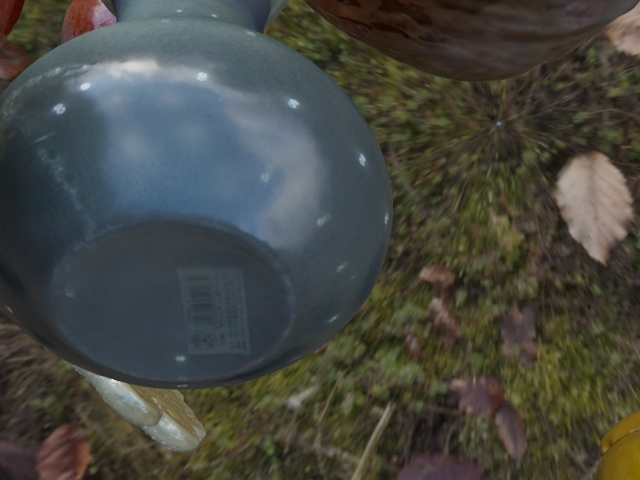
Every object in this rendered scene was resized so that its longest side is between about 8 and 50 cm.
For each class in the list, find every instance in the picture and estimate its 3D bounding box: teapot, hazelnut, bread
[{"bbox_3d":[-0.060,-0.065,0.719,0.183,0.251,0.183,0,138,0],"label":"teapot"},{"bbox_3d":[0.113,-0.306,1.298,0.372,0.315,0.372,13,115,28],"label":"hazelnut"},{"bbox_3d":[-0.204,0.146,1.662,0.039,0.251,0.182,-41,49,3],"label":"bread"}]

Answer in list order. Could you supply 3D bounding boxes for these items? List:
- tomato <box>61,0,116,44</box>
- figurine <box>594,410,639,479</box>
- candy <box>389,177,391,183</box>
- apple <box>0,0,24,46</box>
[{"bbox_3d":[-0.176,-0.188,1.534,0.167,0.167,0.167,0,94,6],"label":"tomato"},{"bbox_3d":[0.331,0.198,1.202,0.228,0.215,0.215,34,99,-35],"label":"figurine"},{"bbox_3d":[0.000,0.000,1.231,0.083,0.305,0.091,19,113,1],"label":"candy"},{"bbox_3d":[-0.333,-0.226,1.242,0.218,0.201,0.218,-1,94,-23],"label":"apple"}]
